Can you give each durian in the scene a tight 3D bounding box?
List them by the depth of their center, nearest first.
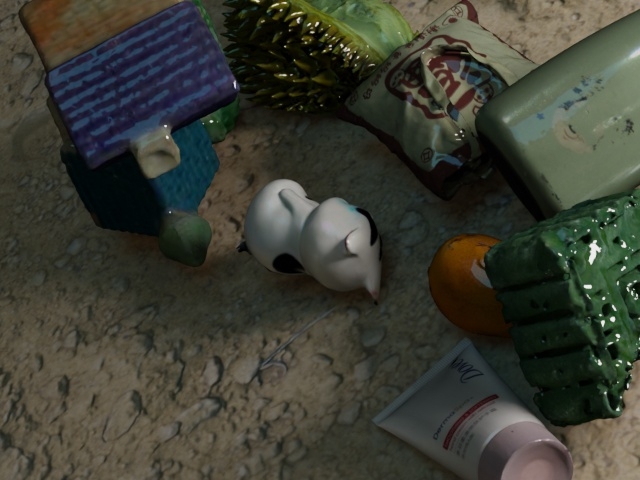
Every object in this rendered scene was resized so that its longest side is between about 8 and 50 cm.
[{"bbox_3d":[-0.010,-0.259,2.259,0.198,0.163,0.394,-10,32,-35],"label":"durian"}]

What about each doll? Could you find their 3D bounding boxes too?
[{"bbox_3d":[-0.004,-0.004,1.970,0.180,0.110,0.107,13,61,39],"label":"doll"}]

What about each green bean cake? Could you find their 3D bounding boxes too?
[{"bbox_3d":[0.279,0.059,1.703,0.208,0.193,0.107,-26,2,-43],"label":"green bean cake"}]

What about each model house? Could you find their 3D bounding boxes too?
[{"bbox_3d":[-0.198,-0.144,2.089,0.245,0.312,0.280,-26,41,-7],"label":"model house"}]

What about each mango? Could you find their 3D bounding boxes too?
[{"bbox_3d":[0.180,0.048,1.814,0.159,0.084,0.105,15,66,42],"label":"mango"}]

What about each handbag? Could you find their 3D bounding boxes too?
[{"bbox_3d":[0.153,-0.167,2.009,0.213,0.127,0.235,-39,42,-7],"label":"handbag"}]

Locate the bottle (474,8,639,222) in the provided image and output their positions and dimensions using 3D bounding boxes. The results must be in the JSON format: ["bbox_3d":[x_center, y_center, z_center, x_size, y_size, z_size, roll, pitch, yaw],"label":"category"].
[{"bbox_3d":[0.345,-0.161,1.842,0.347,0.168,0.168,-34,40,0],"label":"bottle"}]

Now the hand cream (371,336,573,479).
[{"bbox_3d":[0.155,0.180,1.716,0.133,0.083,0.248,-40,31,-9],"label":"hand cream"}]
